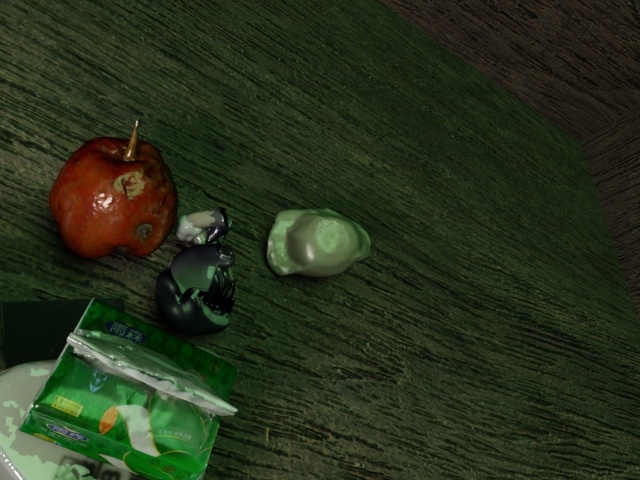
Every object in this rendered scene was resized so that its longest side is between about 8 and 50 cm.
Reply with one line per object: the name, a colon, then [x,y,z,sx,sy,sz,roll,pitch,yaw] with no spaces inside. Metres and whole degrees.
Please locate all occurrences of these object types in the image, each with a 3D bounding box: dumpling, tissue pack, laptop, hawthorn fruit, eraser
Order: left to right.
laptop: [-0.384,0.145,0.826,0.180,0.016,0.129,2,49,-38]
eraser: [-0.274,0.311,0.719,0.331,0.150,0.331,20,52,-28]
hawthorn fruit: [-0.323,-0.091,0.877,0.208,0.243,0.207,18,36,-14]
tissue pack: [-0.213,0.179,0.646,0.209,0.156,0.148,30,44,-16]
dumpling: [0.000,0.000,1.168,0.250,0.132,0.162,-9,76,-25]

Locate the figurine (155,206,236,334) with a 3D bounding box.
figurine: [-0.213,0.054,0.942,0.145,0.145,0.222,11,62,-33]
